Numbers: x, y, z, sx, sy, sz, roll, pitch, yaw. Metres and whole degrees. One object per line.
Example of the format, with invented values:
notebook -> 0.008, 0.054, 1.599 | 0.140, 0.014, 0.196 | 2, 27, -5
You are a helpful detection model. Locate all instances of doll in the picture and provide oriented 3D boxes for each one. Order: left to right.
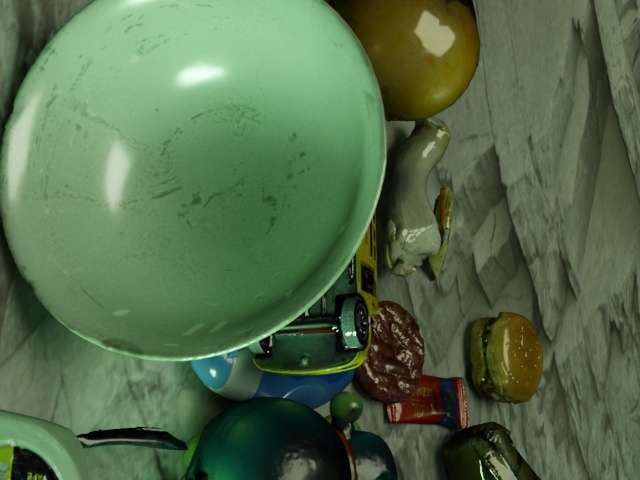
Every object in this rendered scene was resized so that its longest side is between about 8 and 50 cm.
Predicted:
doll -> -0.032, 0.281, 1.610 | 0.321, 0.186, 0.199 | -1, 95, -42

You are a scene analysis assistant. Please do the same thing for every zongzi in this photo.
zongzi -> 0.245, 0.445, 1.996 | 0.260, 0.123, 0.289 | 52, 48, -23

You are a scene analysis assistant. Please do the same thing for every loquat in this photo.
loquat -> 0.111, -0.286, 1.942 | 0.235, 0.235, 0.235 | 19, 65, -48

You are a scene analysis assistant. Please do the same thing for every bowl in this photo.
bowl -> -0.119, -0.069, 1.507 | 0.196, 0.434, 0.435 | 42, 44, -71

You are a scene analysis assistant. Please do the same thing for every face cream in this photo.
face cream -> -0.063, 0.142, 1.707 | 0.264, 0.083, 0.149 | 9, 64, -51

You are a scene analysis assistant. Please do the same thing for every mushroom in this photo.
mushroom -> 0.135, -0.070, 2.021 | 0.099, 0.096, 0.278 | 43, 45, -38

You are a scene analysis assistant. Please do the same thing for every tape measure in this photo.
tape measure -> -0.282, 0.273, 1.375 | 0.351, 0.097, 0.215 | 21, 62, -45

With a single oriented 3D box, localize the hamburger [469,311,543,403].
hamburger -> 0.297, 0.186, 2.163 | 0.138, 0.083, 0.147 | 19, 68, -53

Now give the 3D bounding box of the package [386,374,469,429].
package -> 0.159, 0.236, 2.020 | 0.200, 0.022, 0.083 | 13, 69, -48

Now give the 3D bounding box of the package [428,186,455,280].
package -> 0.182, -0.011, 2.072 | 0.121, 0.031, 0.108 | 87, 13, -61

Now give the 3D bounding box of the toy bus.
toy bus -> 0.000, 0.000, 1.645 | 0.151, 0.145, 0.331 | 29, 59, -67

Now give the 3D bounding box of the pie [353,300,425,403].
pie -> 0.095, 0.158, 1.935 | 0.154, 0.036, 0.155 | 18, 63, -38
